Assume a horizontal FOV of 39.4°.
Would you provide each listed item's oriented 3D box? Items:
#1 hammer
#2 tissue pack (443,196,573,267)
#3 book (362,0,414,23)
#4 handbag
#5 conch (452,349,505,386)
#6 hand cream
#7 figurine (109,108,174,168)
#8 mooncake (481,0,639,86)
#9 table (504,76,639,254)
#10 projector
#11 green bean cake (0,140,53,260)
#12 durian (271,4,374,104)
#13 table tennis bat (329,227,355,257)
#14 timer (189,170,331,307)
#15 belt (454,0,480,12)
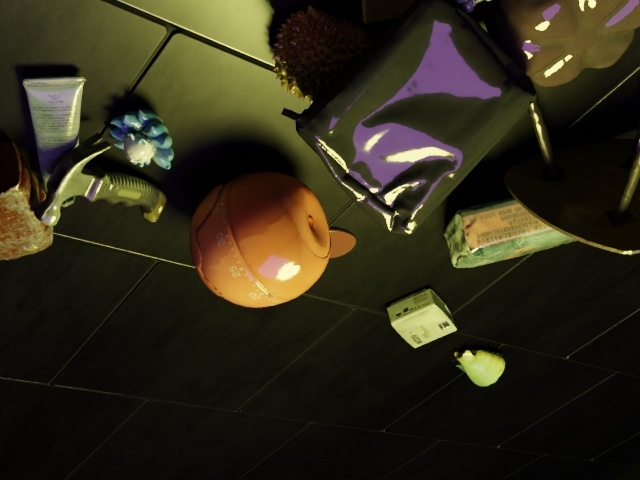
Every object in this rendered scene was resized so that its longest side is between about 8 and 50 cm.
[{"bbox_3d":[-0.338,-0.083,1.446,0.159,0.041,0.226,-55,148,13],"label":"hammer"},{"bbox_3d":[0.407,-0.033,1.712,0.315,0.103,0.228,-14,170,-2],"label":"tissue pack"},{"bbox_3d":[0.097,-0.364,1.287,0.077,0.014,0.111,-13,145,-3],"label":"book"},{"bbox_3d":[0.119,-0.200,1.307,0.275,0.178,0.302,40,98,-23],"label":"handbag"},{"bbox_3d":[0.409,0.311,2.275,0.105,0.079,0.170,-43,131,12],"label":"conch"},{"bbox_3d":[-0.400,-0.151,1.372,0.088,0.055,0.256,-2,141,-14],"label":"hand cream"},{"bbox_3d":[-0.274,-0.161,1.377,0.079,0.114,0.114,-52,160,-27],"label":"figurine"},{"bbox_3d":[0.363,-0.342,1.320,0.244,0.133,0.245,-13,151,-8],"label":"mooncake"},{"bbox_3d":[0.495,-0.192,1.516,0.317,0.317,0.249,-13,131,-3],"label":"table"},{"bbox_3d":[0.230,0.174,2.028,0.115,0.061,0.147,-24,143,16],"label":"projector"},{"bbox_3d":[-0.555,-0.047,1.420,0.232,0.097,0.199,-14,146,0],"label":"green bean cake"},{"bbox_3d":[0.026,-0.257,1.340,0.208,0.102,0.146,4,135,-30],"label":"durian"},{"bbox_3d":[0.000,0.000,1.754,0.156,0.013,0.087,14,138,-36],"label":"table tennis bat"},{"bbox_3d":[-0.103,-0.002,1.531,0.214,0.230,0.229,-17,146,20],"label":"timer"},{"bbox_3d":[0.178,-0.404,1.193,0.065,0.100,0.179,-26,141,9],"label":"belt"}]
